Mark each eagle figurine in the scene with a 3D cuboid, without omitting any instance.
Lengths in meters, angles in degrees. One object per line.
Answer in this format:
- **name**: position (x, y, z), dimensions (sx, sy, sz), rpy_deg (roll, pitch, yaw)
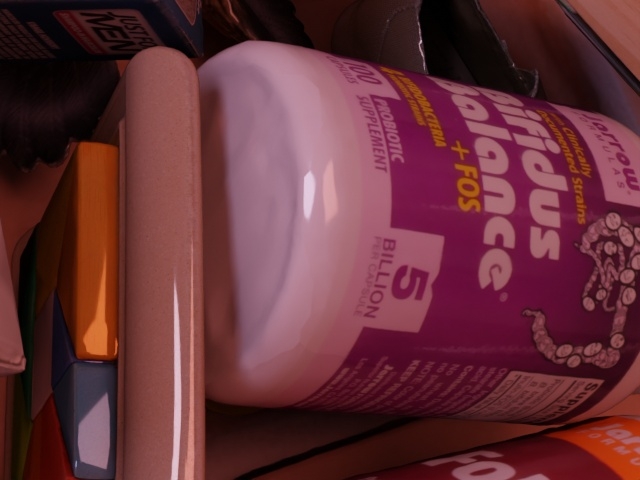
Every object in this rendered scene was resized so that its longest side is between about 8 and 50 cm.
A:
- **eagle figurine**: position (-0.116, -0.200, 0.903), dimensions (0.226, 0.225, 0.298), rpy_deg (-1, 104, 14)

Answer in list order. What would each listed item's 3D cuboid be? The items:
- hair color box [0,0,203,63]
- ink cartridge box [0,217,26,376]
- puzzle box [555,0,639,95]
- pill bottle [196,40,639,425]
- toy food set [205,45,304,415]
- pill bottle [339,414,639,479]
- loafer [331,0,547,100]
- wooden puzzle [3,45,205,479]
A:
- **hair color box**: position (-0.233, -0.178, 0.752), dimensions (0.347, 0.105, 0.173), rpy_deg (-1, 80, 6)
- **ink cartridge box**: position (-0.341, -0.046, 0.603), dimensions (0.395, 0.166, 0.285), rpy_deg (-13, 78, 5)
- **puzzle box**: position (0.146, -0.159, 0.879), dimensions (0.409, 0.052, 0.272), rpy_deg (39, 15, -35)
- **pill bottle**: position (0.074, 0.006, 0.779), dimensions (0.302, 0.169, 0.169), rpy_deg (7, 66, -34)
- **toy food set**: position (0.000, 0.000, 0.867), dimensions (0.128, 0.071, 0.217), rpy_deg (40, 68, -44)
- **pill bottle**: position (0.105, 0.212, 0.782), dimensions (0.392, 0.224, 0.224), rpy_deg (-9, 73, -28)
- **loafer**: position (0.107, -0.053, 0.973), dimensions (0.102, 0.092, 0.268), rpy_deg (-35, 86, -32)
- **wooden puzzle**: position (-0.116, 0.052, 0.737), dimensions (0.044, 0.239, 0.221), rpy_deg (8, 66, -24)
